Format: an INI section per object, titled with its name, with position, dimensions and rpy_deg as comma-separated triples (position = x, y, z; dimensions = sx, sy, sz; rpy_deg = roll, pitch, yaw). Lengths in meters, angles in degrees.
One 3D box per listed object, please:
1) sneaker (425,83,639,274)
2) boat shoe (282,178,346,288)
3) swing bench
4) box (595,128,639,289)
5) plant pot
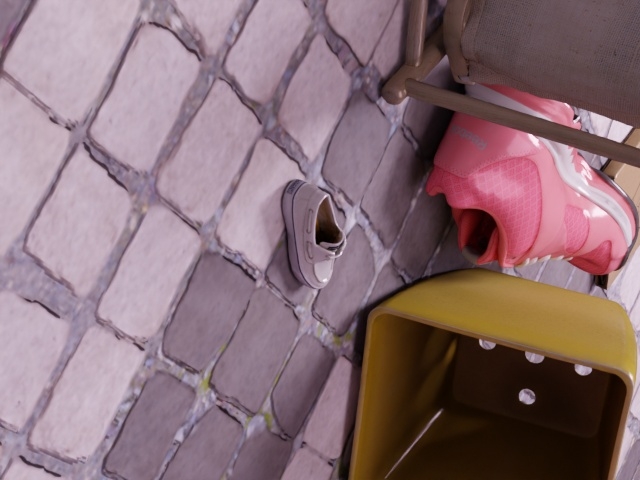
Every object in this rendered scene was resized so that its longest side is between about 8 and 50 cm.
[sneaker]
position = 0.169, -0.029, 1.293
dimensions = 0.136, 0.116, 0.314
rpy_deg = -54, 143, -6
[boat shoe]
position = 0.000, 0.000, 1.061
dimensions = 0.035, 0.035, 0.100
rpy_deg = -48, 145, -34
[swing bench]
position = 0.219, -0.179, 1.098
dimensions = 0.254, 0.253, 0.165
rpy_deg = -33, 136, -47
[box]
position = 0.355, -0.066, 1.659
dimensions = 0.201, 0.021, 0.164
rpy_deg = -48, 145, -35
[plant pot]
position = 0.159, 0.136, 1.274
dimensions = 0.187, 0.212, 0.212
rpy_deg = -45, 145, -59
